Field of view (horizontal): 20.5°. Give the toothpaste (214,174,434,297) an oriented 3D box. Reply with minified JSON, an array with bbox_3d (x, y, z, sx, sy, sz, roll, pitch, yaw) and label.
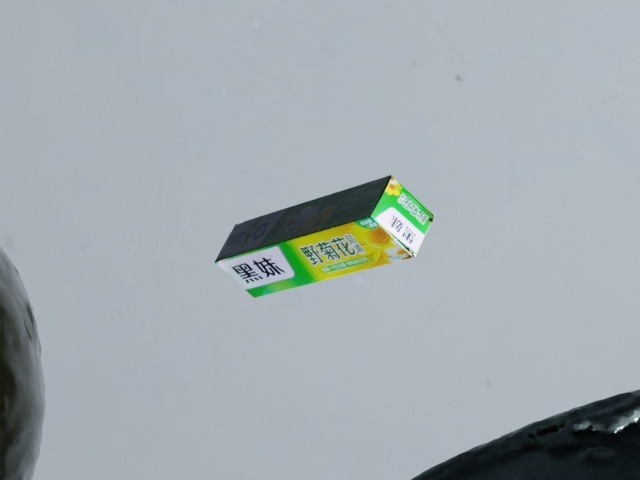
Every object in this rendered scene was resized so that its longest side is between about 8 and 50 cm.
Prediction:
[{"bbox_3d":[0.000,0.000,1.162,0.043,0.178,0.037,41,59,-24],"label":"toothpaste"}]

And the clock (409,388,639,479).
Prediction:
[{"bbox_3d":[0.087,0.121,0.498,0.226,0.049,0.226,-10,139,-9],"label":"clock"}]

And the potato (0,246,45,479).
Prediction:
[{"bbox_3d":[-0.277,0.052,0.591,0.359,0.219,0.270,-10,149,-5],"label":"potato"}]
